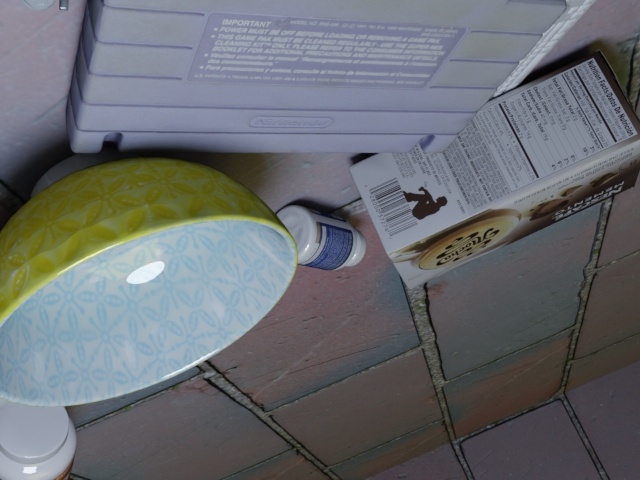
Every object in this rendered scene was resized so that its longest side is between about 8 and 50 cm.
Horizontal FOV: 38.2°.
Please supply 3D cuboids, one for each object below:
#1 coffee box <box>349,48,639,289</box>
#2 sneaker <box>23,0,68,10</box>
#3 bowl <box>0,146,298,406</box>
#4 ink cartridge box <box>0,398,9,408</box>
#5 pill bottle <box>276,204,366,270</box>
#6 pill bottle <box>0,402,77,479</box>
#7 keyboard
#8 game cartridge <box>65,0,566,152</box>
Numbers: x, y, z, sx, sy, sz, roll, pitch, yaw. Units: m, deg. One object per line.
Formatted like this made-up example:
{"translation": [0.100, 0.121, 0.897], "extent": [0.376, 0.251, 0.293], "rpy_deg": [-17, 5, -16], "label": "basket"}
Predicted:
{"translation": [0.201, -0.072, 1.042], "extent": [0.297, 0.118, 0.168], "rpy_deg": [-25, 160, 5], "label": "coffee box"}
{"translation": [-0.173, -0.170, 0.597], "extent": [0.038, 0.069, 0.098], "rpy_deg": [-9, 152, -27], "label": "sneaker"}
{"translation": [-0.182, 0.010, 0.835], "extent": [0.290, 0.156, 0.289], "rpy_deg": [-23, 153, -12], "label": "bowl"}
{"translation": [-0.405, 0.107, 0.956], "extent": [0.324, 0.071, 0.330], "rpy_deg": [-30, 156, 14], "label": "ink cartridge box"}
{"translation": [0.000, 0.000, 1.086], "extent": [0.067, 0.067, 0.120], "rpy_deg": [-37, 152, 27], "label": "pill bottle"}
{"translation": [-0.396, 0.288, 1.256], "extent": [0.121, 0.121, 0.216], "rpy_deg": [-11, 153, -25], "label": "pill bottle"}
{"translation": [0.203, -0.188, 0.899], "extent": [0.072, 0.014, 0.256], "rpy_deg": [-12, 163, -21], "label": "keyboard"}
{"translation": [-0.009, -0.150, 0.737], "extent": [0.355, 0.068, 0.230], "rpy_deg": [-2, 150, -23], "label": "game cartridge"}
